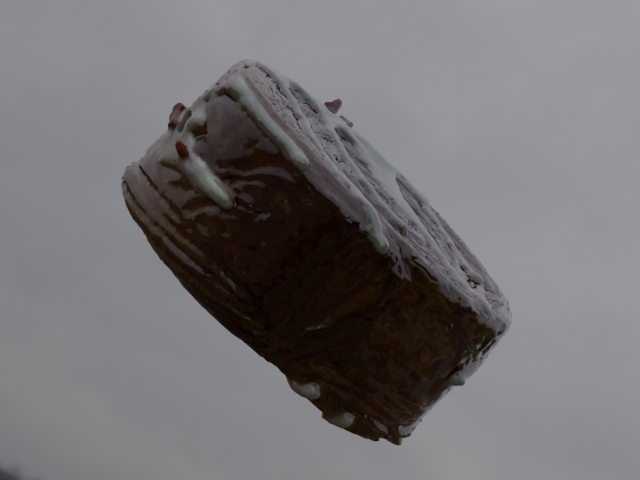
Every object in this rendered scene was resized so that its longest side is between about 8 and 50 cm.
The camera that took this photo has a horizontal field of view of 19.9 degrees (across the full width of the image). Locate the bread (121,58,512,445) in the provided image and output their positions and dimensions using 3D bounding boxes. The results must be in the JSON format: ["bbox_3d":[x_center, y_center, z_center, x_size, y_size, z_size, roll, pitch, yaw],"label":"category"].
[{"bbox_3d":[0.000,0.000,0.715,0.160,0.073,0.160,39,13,-11],"label":"bread"}]
